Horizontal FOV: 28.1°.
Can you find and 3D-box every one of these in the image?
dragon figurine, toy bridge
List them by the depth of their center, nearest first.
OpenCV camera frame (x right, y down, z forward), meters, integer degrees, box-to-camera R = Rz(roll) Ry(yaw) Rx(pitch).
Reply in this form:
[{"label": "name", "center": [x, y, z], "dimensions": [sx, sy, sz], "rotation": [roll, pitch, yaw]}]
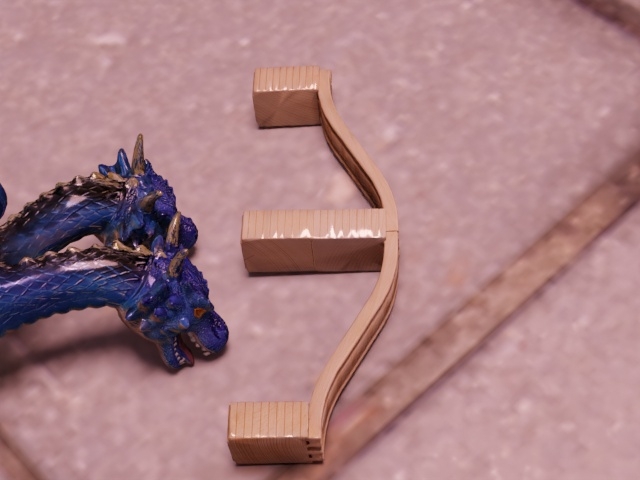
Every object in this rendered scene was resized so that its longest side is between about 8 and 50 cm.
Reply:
[{"label": "dragon figurine", "center": [-0.164, -0.020, 0.447], "dimensions": [0.144, 0.289, 0.085], "rotation": [-46, 34, 9]}, {"label": "toy bridge", "center": [0.000, 0.000, 0.515], "dimensions": [0.063, 0.026, 0.188], "rotation": [-1, 54, 4]}]
